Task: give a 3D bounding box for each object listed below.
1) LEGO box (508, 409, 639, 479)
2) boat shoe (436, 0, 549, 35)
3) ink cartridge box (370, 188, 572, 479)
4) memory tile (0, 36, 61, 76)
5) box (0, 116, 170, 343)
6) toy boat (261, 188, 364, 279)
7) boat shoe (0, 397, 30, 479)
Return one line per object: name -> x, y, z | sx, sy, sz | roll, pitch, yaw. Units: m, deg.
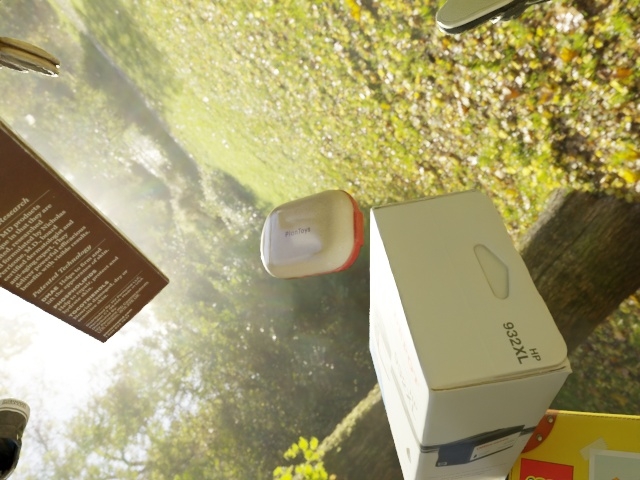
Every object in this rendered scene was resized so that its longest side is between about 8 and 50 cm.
LEGO box -> 0.420, 0.363, 0.456 | 0.193, 0.372, 0.500 | 27, 154, -29
boat shoe -> 0.288, -0.371, 0.834 | 0.084, 0.233, 0.079 | 55, 171, 40
ink cartridge box -> 0.140, 0.130, 0.616 | 0.307, 0.129, 0.223 | 84, 176, -49
memory tile -> -0.236, -0.128, 0.298 | 0.113, 0.012, 0.148 | 17, -179, 35
box -> -0.358, -0.027, 0.655 | 0.191, 0.143, 0.381 | 38, 164, 25
toy boat -> 0.000, 0.000, 1.008 | 0.231, 0.150, 0.151 | -12, 160, 39
boat shoe -> -0.509, 0.343, 0.841 | 0.080, 0.228, 0.076 | 22, -149, -27
